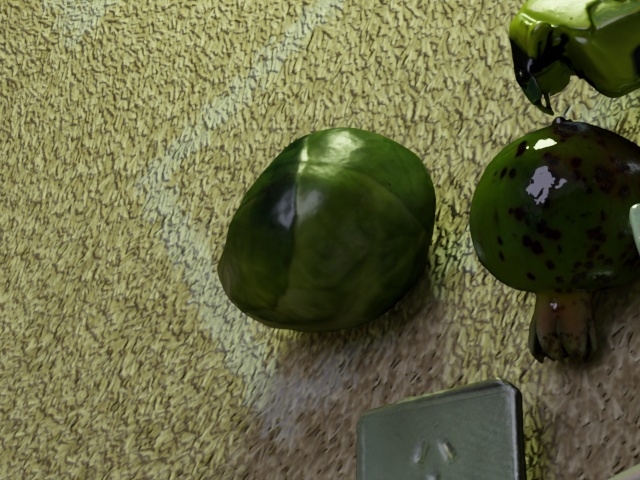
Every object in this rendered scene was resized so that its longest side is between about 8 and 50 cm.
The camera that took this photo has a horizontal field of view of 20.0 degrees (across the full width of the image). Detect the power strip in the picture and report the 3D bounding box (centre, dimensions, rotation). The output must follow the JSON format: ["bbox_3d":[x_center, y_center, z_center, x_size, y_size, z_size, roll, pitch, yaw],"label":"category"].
[{"bbox_3d":[0.128,0.257,1.801,0.198,0.064,0.213,-15,64,35],"label":"power strip"}]

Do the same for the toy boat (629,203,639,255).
[{"bbox_3d":[0.424,0.005,1.620,0.290,0.100,0.199,-5,41,-4],"label":"toy boat"}]

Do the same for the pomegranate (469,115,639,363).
[{"bbox_3d":[0.246,0.000,1.810,0.202,0.202,0.248,-3,89,44],"label":"pomegranate"}]

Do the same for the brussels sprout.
[{"bbox_3d":[0.000,0.000,2.032,0.271,0.210,0.219,-38,33,41],"label":"brussels sprout"}]

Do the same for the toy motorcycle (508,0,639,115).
[{"bbox_3d":[0.324,-0.193,1.810,0.342,0.142,0.206,29,88,26],"label":"toy motorcycle"}]

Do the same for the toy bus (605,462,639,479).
[{"bbox_3d":[0.368,0.254,1.409,0.440,0.209,0.249,-32,52,28],"label":"toy bus"}]
